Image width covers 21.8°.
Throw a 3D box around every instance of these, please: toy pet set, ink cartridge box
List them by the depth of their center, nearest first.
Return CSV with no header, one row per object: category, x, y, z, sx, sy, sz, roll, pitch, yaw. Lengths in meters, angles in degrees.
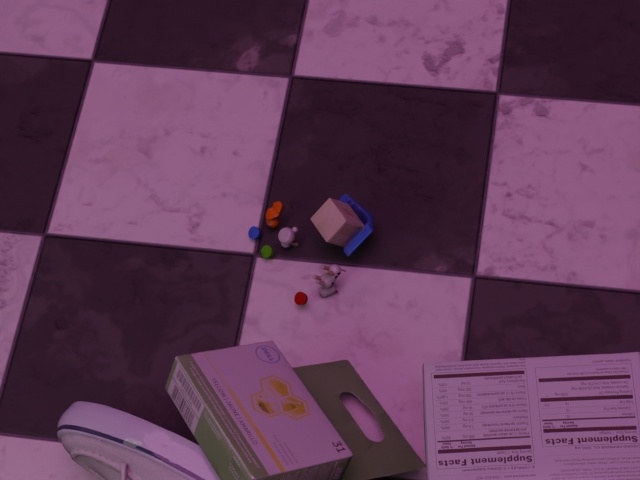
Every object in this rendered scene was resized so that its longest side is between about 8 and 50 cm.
ink cartridge box,-0.017,0.176,1.681,0.235,0.056,0.171,-8,45,-34
toy pet set,0.000,0.000,1.870,0.114,0.065,0.122,-47,57,19

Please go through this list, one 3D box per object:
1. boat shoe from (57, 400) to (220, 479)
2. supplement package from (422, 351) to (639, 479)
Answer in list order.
boat shoe,-0.130,0.302,1.664,0.367,0.136,0.156,28,69,9
supplement package,0.204,0.232,1.583,0.204,0.262,0.145,-3,60,4
